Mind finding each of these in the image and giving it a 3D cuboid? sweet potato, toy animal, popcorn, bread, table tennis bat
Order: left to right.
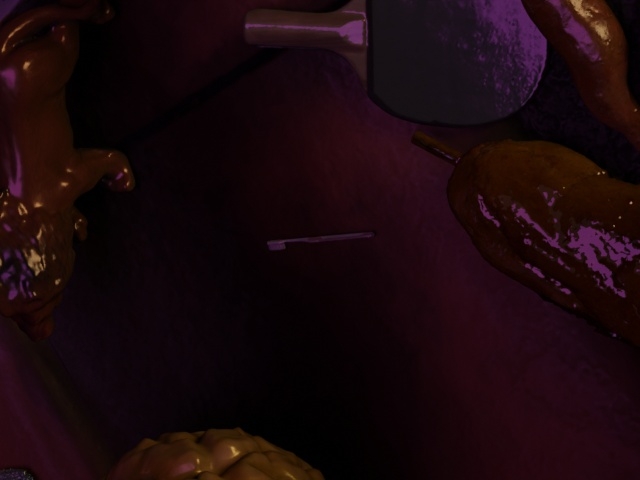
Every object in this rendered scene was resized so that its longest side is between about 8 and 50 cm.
[{"bbox_3d":[-0.229,-0.075,1.320,0.097,0.157,0.312,4,107,22],"label":"toy animal"},{"bbox_3d":[-0.105,0.288,1.339,0.332,0.225,0.265,-11,88,48],"label":"popcorn"},{"bbox_3d":[0.056,-0.157,1.245,0.246,0.022,0.138,5,106,22],"label":"table tennis bat"},{"bbox_3d":[0.197,-0.134,1.172,0.056,0.056,0.195,-25,98,28],"label":"sweet potato"},{"bbox_3d":[0.209,0.011,1.186,0.344,0.084,0.124,31,114,15],"label":"bread"}]

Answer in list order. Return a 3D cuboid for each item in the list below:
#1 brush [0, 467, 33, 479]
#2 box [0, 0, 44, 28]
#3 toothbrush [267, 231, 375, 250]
[{"bbox_3d":[-0.346,0.253,1.539,0.196,0.021,0.070,-6,102,28],"label":"brush"},{"bbox_3d":[-0.226,-0.244,1.337,0.207,0.041,0.050,-41,82,27],"label":"box"},{"bbox_3d":[0.000,0.000,1.319,0.097,0.006,0.008,-6,111,26],"label":"toothbrush"}]
